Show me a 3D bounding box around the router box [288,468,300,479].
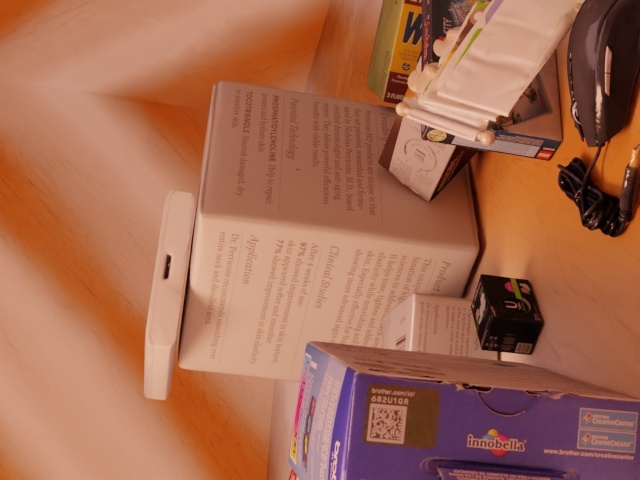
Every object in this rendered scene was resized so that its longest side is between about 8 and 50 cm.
[{"bbox_3d":[-0.013,0.497,1.628,0.301,0.082,0.335,-169,97,-78],"label":"router box"}]

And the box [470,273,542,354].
[{"bbox_3d":[0.215,0.086,1.259,0.083,0.062,0.052,-95,14,-55],"label":"box"}]

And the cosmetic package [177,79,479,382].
[{"bbox_3d":[0.000,0.000,1.668,0.327,0.394,0.329,-91,12,-48],"label":"cosmetic package"}]

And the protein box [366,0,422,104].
[{"bbox_3d":[0.170,-0.322,1.737,0.201,0.136,0.199,-108,29,-74],"label":"protein box"}]

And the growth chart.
[{"bbox_3d":[0.196,-0.210,1.193,0.237,0.021,0.172,-51,43,1],"label":"growth chart"}]

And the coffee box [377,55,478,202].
[{"bbox_3d":[0.180,-0.187,1.467,0.141,0.098,0.246,-44,-15,-34],"label":"coffee box"}]

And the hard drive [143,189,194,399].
[{"bbox_3d":[-0.237,0.096,1.674,0.353,0.047,0.233,114,163,-68],"label":"hard drive"}]

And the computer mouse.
[{"bbox_3d":[0.274,-0.135,1.055,0.184,0.060,0.262,-97,15,-63],"label":"computer mouse"}]

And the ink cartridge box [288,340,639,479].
[{"bbox_3d":[0.128,0.191,1.020,0.395,0.270,0.151,164,113,-81],"label":"ink cartridge box"}]

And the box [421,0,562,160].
[{"bbox_3d":[0.204,-0.214,1.310,0.044,0.159,0.233,110,166,-58],"label":"box"}]

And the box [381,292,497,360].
[{"bbox_3d":[0.150,0.176,1.419,0.182,0.119,0.181,123,154,-73],"label":"box"}]
